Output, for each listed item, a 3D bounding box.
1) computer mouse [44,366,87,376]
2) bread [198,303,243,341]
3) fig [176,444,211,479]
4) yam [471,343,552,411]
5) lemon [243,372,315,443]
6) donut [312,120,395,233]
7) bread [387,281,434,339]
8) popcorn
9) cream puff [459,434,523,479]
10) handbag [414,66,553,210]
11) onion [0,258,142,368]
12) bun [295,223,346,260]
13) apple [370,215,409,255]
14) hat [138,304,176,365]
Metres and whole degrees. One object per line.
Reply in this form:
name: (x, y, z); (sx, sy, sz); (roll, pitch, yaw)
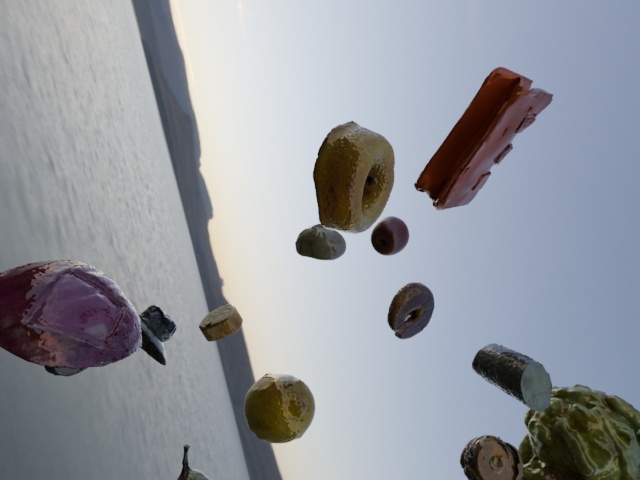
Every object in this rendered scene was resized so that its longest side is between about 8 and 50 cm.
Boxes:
computer mouse: (-0.576, 0.228, 1.048); (0.096, 0.233, 0.137); (42, -10, 19)
bread: (-0.330, 0.267, 1.408); (0.073, 0.149, 0.122); (61, 20, -19)
fig: (-0.393, 0.776, 1.314); (0.145, 0.170, 0.274); (-1, 70, -62)
yam: (0.435, 0.303, 0.979); (0.183, 0.107, 0.107); (-163, -120, -68)
lemon: (-0.141, 0.574, 1.460); (0.288, 0.233, 0.234); (-23, -99, 44)
donut: (0.064, -0.097, 0.705); (0.074, 0.174, 0.190); (19, -63, 30)
bread: (0.277, 0.215, 1.311); (0.064, 0.193, 0.193); (31, -46, 50)
popcorn: (0.690, 0.531, 1.122); (0.274, 0.335, 0.279); (70, 28, -85)
cream puff: (0.357, 0.477, 0.882); (0.104, 0.119, 0.133); (94, -10, -62)
handbag: (0.475, -0.277, 1.245); (0.116, 0.303, 0.410); (48, -54, 26)
onion: (-0.421, 0.106, 0.728); (0.111, 0.247, 0.250); (-63, 163, 6)
bun: (0.000, 0.000, 1.469); (0.166, 0.173, 0.114); (25, -64, 56)
apple: (0.331, -0.022, 2.032); (0.181, 0.168, 0.181); (19, -59, 34)
hat: (-0.579, 0.302, 1.473); (0.265, 0.128, 0.266); (29, -34, 22)
